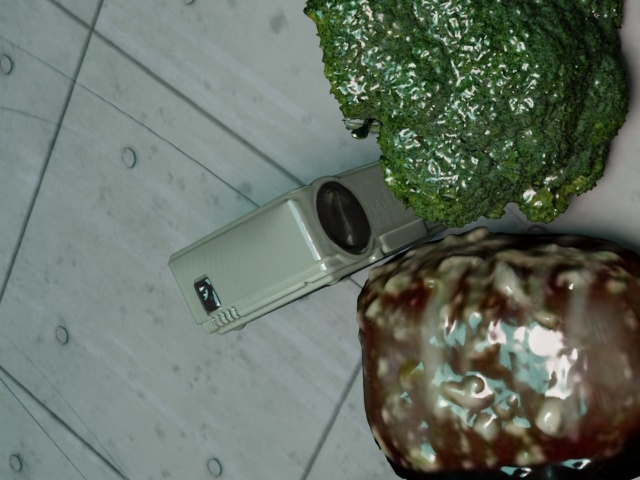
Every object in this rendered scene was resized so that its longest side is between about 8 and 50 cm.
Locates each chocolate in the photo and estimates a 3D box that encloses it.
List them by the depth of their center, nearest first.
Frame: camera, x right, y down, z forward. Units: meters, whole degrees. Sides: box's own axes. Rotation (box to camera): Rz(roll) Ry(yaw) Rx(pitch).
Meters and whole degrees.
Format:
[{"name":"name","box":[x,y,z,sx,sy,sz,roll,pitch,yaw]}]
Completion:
[{"name":"chocolate","box":[0.180,0.093,1.410,0.340,0.225,0.210,-3,111,27]}]

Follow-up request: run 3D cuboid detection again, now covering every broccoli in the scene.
[{"name":"broccoli","box":[0.127,-0.159,1.401,0.283,0.304,0.321,-5,98,67]}]

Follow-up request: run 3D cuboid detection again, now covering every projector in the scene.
[{"name":"projector","box":[0.000,0.000,1.513,0.192,0.256,0.099,-28,86,36]}]
